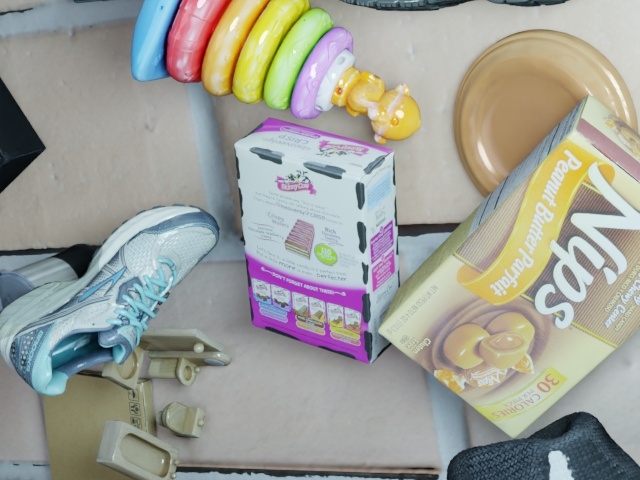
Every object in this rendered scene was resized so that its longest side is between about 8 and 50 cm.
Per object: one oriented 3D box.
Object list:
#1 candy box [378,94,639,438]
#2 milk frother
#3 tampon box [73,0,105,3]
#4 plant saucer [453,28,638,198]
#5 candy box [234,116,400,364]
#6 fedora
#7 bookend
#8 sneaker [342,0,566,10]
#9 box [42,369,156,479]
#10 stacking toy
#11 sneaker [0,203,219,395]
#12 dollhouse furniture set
[{"bbox_3d":[0.224,0.031,1.775,0.183,0.087,0.316,38,123,-7],"label":"candy box"},{"bbox_3d":[-0.286,0.056,2.123,0.129,0.135,0.143,48,124,12],"label":"milk frother"},{"bbox_3d":[-0.201,-0.343,1.958,0.101,0.120,0.161,1,105,34],"label":"tampon box"},{"bbox_3d":[0.216,-0.107,1.803,0.200,0.037,0.200,10,108,31],"label":"plant saucer"},{"bbox_3d":[0.000,0.000,1.924,0.159,0.071,0.233,17,129,29],"label":"candy box"},{"bbox_3d":[0.214,0.256,1.750,0.334,0.334,0.152,-25,80,36],"label":"fedora"},{"bbox_3d":[-0.437,-0.126,2.208,0.156,0.072,0.157,-38,81,35],"label":"bookend"},{"bbox_3d":[0.129,-0.288,1.779,0.286,0.109,0.130,-1,97,24],"label":"sneaker"},{"bbox_3d":[-0.269,0.258,2.242,0.164,0.021,0.201,5,107,32],"label":"box"},{"bbox_3d":[-0.027,-0.189,1.886,0.302,0.166,0.175,28,107,11],"label":"stacking toy"},{"bbox_3d":[-0.219,0.076,2.029,0.283,0.110,0.122,-37,45,-3],"label":"sneaker"},{"bbox_3d":[-0.166,0.194,2.080,0.123,0.144,0.151,-2,66,34],"label":"dollhouse furniture set"}]
